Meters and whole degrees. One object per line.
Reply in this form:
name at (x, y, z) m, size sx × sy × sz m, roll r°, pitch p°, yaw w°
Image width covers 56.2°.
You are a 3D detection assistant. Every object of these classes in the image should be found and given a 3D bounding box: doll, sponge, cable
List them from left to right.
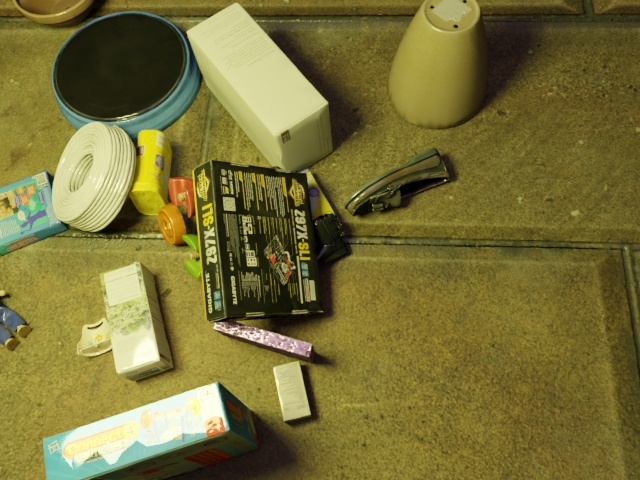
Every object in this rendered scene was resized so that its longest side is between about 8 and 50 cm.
doll at (-0.754, 0.172, 1.362) m, size 0.189 × 0.046 × 0.129 m, roll 34°, pitch 72°, yaw 16°
cable at (-0.529, -0.150, 1.399) m, size 0.257 × 0.089 × 0.257 m, roll 31°, pitch 94°, yaw 45°
sponge at (-0.114, 0.210, 1.264) m, size 0.210 × 0.117 × 0.031 m, roll 15°, pitch 74°, yaw 10°

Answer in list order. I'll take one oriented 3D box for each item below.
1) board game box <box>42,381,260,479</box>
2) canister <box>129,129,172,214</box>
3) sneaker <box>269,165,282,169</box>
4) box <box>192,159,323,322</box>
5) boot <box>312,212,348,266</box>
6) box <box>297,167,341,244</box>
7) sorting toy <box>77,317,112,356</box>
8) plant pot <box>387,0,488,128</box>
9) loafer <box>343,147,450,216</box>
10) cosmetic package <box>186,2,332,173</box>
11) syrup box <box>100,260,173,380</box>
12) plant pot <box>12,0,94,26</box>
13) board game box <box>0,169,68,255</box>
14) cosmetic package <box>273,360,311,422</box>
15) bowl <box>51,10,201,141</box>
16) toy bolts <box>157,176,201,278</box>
board game box at (-0.288, 0.376, 1.105) m, size 0.302 × 0.308 × 0.086 m, roll -18°, pitch 66°, yaw -4°
canister at (-0.403, -0.163, 1.438) m, size 0.073 × 0.126 × 0.170 m, roll -1°, pitch 65°, yaw 0°
sneaker at (-0.169, -0.127, 1.418) m, size 0.178 × 0.072 × 0.077 m, roll -33°, pitch 58°, yaw 12°
box at (-0.128, 0.004, 1.262) m, size 0.079 × 0.257 × 0.322 m, roll -18°, pitch 76°, yaw 44°
boot at (0.000, 0.000, 1.361) m, size 0.121 × 0.045 × 0.099 m, roll -26°, pitch 105°, yaw -13°
box at (-0.033, -0.073, 1.420) m, size 0.105 × 0.043 × 0.179 m, roll -27°, pitch 70°, yaw -7°
sorting toy at (-0.496, 0.211, 1.333) m, size 0.083 × 0.045 × 0.075 m, roll -22°, pitch 60°, yaw -5°
plant pot at (0.291, -0.450, 1.432) m, size 0.256 × 0.274 × 0.256 m, roll -2°, pitch 67°, yaw 4°
loafer at (0.184, -0.123, 1.402) m, size 0.267 × 0.096 × 0.084 m, roll -31°, pitch 75°, yaw -11°
cosmetic package at (-0.143, -0.357, 1.455) m, size 0.156 × 0.217 × 0.385 m, roll -36°, pitch 71°, yaw -11°
syrup box at (-0.402, 0.176, 1.310) m, size 0.093 × 0.096 × 0.237 m, roll -18°, pitch 68°, yaw -2°
plant pot at (-0.726, -0.683, 1.685) m, size 0.237 × 0.110 × 0.237 m, roll -2°, pitch 68°, yaw 4°
board game box at (-0.740, -0.061, 1.458) m, size 0.210 × 0.047 × 0.160 m, roll -22°, pitch 68°, yaw -6°
cosmetic package at (-0.059, 0.318, 1.257) m, size 0.060 × 0.041 × 0.115 m, roll -12°, pitch 67°, yaw -2°
bowl at (-0.518, -0.444, 1.589) m, size 0.391 × 0.077 × 0.391 m, roll -1°, pitch 68°, yaw 3°
toy bolts at (-0.255, -0.065, 1.363) m, size 0.158 × 0.228 × 0.218 m, roll -20°, pitch 41°, yaw -33°
